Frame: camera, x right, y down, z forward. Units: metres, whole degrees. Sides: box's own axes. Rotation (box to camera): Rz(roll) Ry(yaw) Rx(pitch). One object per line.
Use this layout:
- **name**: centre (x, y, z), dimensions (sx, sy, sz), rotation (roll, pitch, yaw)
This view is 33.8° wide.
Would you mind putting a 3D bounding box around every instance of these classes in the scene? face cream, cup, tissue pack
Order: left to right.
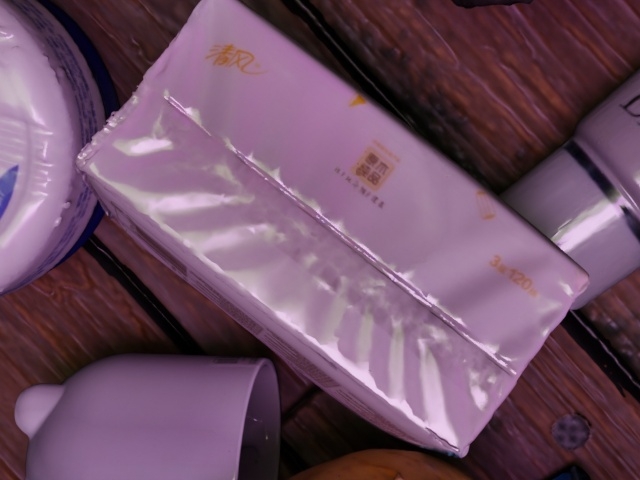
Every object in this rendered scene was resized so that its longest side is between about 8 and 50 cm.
- **face cream**: centre (-0.231, -0.060, 0.630), dimensions (0.206, 0.111, 0.206), rotation (1, 100, 5)
- **cup**: centre (-0.102, 0.142, 0.651), dimensions (0.142, 0.173, 0.134), rotation (2, 68, 8)
- **tissue pack**: centre (0.000, 0.000, 0.566), dimensions (0.225, 0.185, 0.124), rotation (37, 83, 0)
- **face cream**: centre (0.241, -0.082, 0.580), dimensions (0.314, 0.089, 0.143), rotation (-37, 58, 8)

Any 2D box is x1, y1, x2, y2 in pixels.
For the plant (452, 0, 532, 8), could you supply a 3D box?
- **plant**: centre (0.107, -0.277, 0.497), dimensions (0.181, 0.194, 0.321), rotation (-1, 107, 41)

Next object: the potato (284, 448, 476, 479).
- **potato**: centre (0.014, 0.163, 0.523), dimensions (0.178, 0.118, 0.109), rotation (-6, 136, -26)

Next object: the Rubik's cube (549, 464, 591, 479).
- **Rubik's cube**: centre (0.136, 0.267, 0.600), dimensions (0.167, 0.183, 0.180), rotation (-34, 92, 12)
